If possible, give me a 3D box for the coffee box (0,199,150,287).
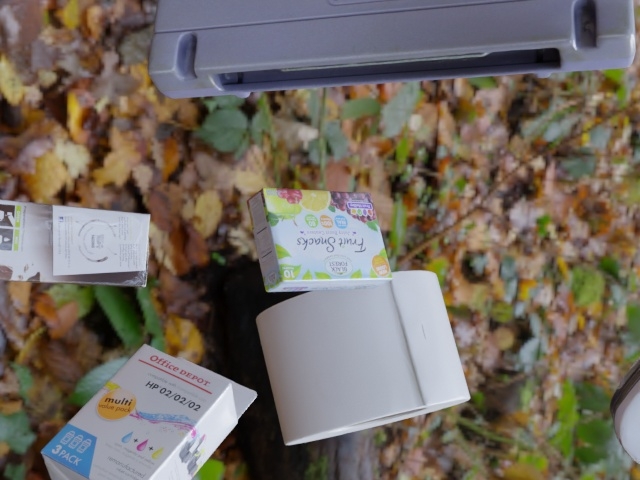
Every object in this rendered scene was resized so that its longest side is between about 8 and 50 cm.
[{"bbox_3d":[-0.428,0.003,1.512,0.297,0.168,0.118,5,88,-40],"label":"coffee box"}]

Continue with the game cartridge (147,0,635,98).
[{"bbox_3d":[0.052,-0.226,0.766,0.068,0.355,0.230,58,34,-61],"label":"game cartridge"}]

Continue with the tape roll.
[{"bbox_3d":[0.053,0.152,1.285,0.246,0.246,0.169,19,54,-66],"label":"tape roll"}]

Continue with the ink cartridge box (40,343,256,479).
[{"bbox_3d":[-0.149,0.164,0.909,0.181,0.104,0.061,-49,148,-39],"label":"ink cartridge box"}]

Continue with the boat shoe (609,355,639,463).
[{"bbox_3d":[0.372,0.073,0.858,0.301,0.108,0.102,-47,-175,14],"label":"boat shoe"}]

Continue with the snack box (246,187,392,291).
[{"bbox_3d":[0.000,0.000,1.024,0.141,0.037,0.100,0,70,-37],"label":"snack box"}]
